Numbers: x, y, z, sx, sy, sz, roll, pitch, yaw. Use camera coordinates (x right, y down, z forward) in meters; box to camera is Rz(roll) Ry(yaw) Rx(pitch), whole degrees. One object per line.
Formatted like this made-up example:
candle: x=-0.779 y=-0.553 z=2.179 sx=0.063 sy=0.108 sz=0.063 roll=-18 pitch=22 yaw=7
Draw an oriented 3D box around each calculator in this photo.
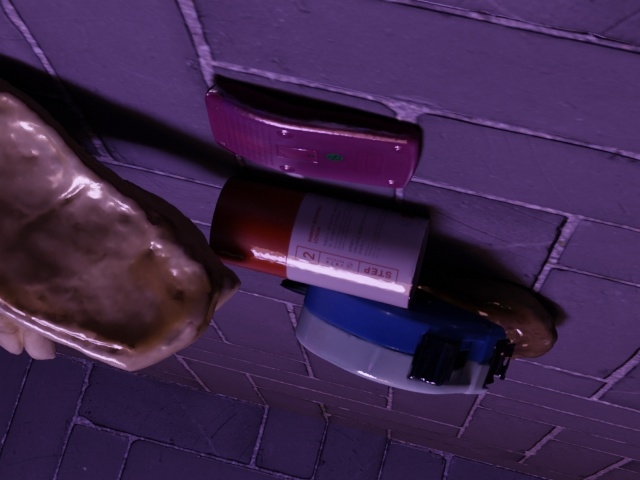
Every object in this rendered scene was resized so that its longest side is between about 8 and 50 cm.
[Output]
calculator: x=-0.007 y=-0.087 z=0.999 sx=0.190 sy=0.034 sz=0.126 roll=13 pitch=163 yaw=4

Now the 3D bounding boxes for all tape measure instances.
tape measure: x=0.033 y=0.077 z=1.316 sx=0.351 sy=0.098 sz=0.215 roll=21 pitch=-172 yaw=37

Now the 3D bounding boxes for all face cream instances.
face cream: x=0.000 y=0.000 z=1.171 sx=0.214 sy=0.096 sz=0.096 roll=13 pitch=164 yaw=9

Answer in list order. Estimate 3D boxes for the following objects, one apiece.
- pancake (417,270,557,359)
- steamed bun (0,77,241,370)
pancake: x=0.180 y=0.096 z=1.407 sx=0.242 sy=0.050 sz=0.242 roll=20 pitch=160 yaw=8
steamed bun: x=-0.314 y=-0.003 z=1.125 sx=0.428 sy=0.247 sz=0.189 roll=36 pitch=171 yaw=-16
